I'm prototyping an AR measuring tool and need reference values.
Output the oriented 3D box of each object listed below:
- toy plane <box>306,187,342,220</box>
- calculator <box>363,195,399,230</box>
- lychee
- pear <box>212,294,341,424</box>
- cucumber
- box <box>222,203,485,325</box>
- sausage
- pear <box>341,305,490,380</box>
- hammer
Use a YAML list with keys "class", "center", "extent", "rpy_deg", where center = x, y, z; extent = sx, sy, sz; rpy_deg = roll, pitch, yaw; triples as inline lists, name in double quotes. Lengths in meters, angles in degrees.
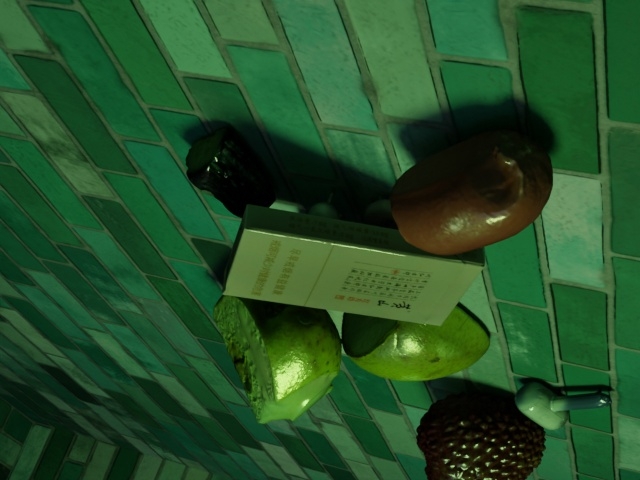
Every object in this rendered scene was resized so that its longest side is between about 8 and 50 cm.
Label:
- class: "toy plane"
  center: [0.002, -0.004, 1.776]
  extent: [0.251, 0.101, 0.255]
  rpy_deg: [18, 152, 7]
- class: "calculator"
  center: [0.151, -0.019, 1.702]
  extent: [0.175, 0.032, 0.100]
  rpy_deg: [21, 156, -1]
- class: "lychee"
  center: [0.335, 0.428, 2.285]
  extent: [0.271, 0.271, 0.271]
  rpy_deg: [17, 156, 8]
- class: "pear"
  center: [-0.063, 0.182, 2.087]
  extent: [0.176, 0.286, 0.282]
  rpy_deg: [-19, 159, -21]
- class: "cucumber"
  center: [-0.149, -0.097, 1.732]
  extent: [0.115, 0.085, 0.193]
  rpy_deg: [4, 158, 29]
- class: "box"
  center: [0.045, 0.044, 1.695]
  extent: [0.365, 0.051, 0.204]
  rpy_deg: [10, 146, -10]
- class: "sausage"
  center: [0.196, -0.056, 1.452]
  extent: [0.148, 0.148, 0.254]
  rpy_deg: [35, 152, -29]
- class: "pear"
  center: [0.184, 0.201, 2.043]
  extent: [0.239, 0.139, 0.288]
  rpy_deg: [21, 159, -21]
- class: "hammer"
  center: [0.474, 0.311, 2.114]
  extent: [0.116, 0.069, 0.194]
  rpy_deg: [36, 147, -29]
